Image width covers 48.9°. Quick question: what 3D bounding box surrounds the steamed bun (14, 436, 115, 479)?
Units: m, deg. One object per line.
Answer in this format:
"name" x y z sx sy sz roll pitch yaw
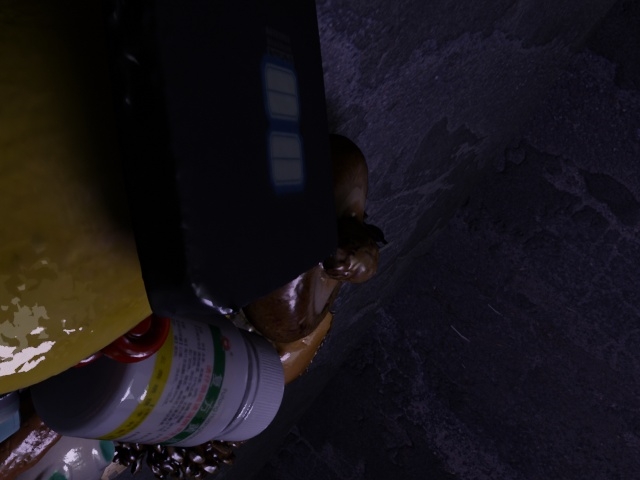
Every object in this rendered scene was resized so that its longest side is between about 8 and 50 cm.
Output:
"steamed bun" -0.439 0.375 1.199 0.177 0.131 0.228 -27 156 -45

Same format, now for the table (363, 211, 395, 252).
"table" 0.054 -0.002 1.531 0.175 0.146 0.063 -27 153 -48

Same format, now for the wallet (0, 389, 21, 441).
"wallet" -0.460 0.209 0.863 0.176 0.075 0.250 -30 158 -36

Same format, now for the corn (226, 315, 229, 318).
"corn" -0.216 0.150 1.331 0.080 0.080 0.238 -33 161 -40

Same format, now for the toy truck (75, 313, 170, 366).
"toy truck" -0.271 0.009 0.722 0.264 0.239 0.189 6 166 -43

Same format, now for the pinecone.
"pinecone" -0.263 0.313 1.275 0.257 0.244 0.243 -6 159 0

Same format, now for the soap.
"soap" -0.211 -0.062 0.577 0.427 0.115 0.306 -36 119 -49

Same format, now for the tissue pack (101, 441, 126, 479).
"tissue pack" -0.385 0.387 1.434 0.222 0.090 0.186 -39 165 -22

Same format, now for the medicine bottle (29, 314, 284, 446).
"medicine bottle" -0.217 0.191 1.020 0.208 0.208 0.339 -50 142 9

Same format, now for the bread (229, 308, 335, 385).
"bread" -0.104 0.213 1.540 0.262 0.204 0.162 -58 164 23

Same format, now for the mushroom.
"mushroom" -0.022 -0.010 1.170 0.345 0.239 0.345 -48 179 -1

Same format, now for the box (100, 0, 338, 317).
"box" -0.074 -0.126 0.651 0.359 0.090 0.351 -28 113 -71

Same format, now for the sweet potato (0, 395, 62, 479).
"sweet potato" -0.449 0.297 1.063 0.251 0.097 0.097 -39 162 -22
